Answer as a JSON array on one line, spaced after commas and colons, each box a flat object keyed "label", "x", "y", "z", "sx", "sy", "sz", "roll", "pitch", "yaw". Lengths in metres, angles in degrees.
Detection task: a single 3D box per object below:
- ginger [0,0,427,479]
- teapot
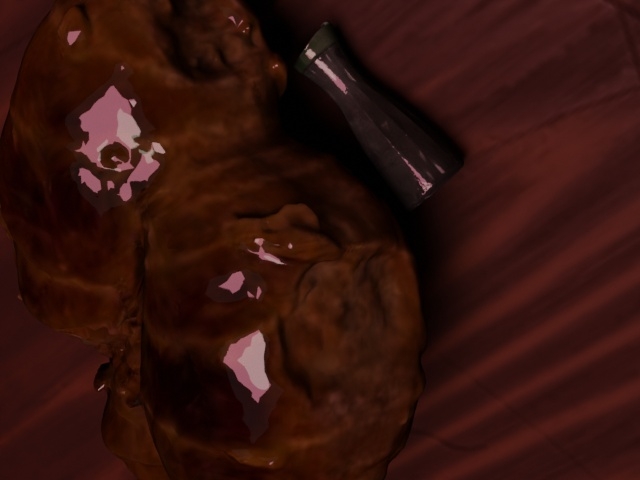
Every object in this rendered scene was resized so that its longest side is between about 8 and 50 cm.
[{"label": "ginger", "x": -0.077, "y": 0.034, "z": 0.728, "sx": 0.274, "sy": 0.152, "sz": 0.357, "roll": -38, "pitch": 84, "yaw": 39}, {"label": "teapot", "x": 0.029, "y": -0.070, "z": 0.711, "sx": 0.110, "sy": 0.043, "sz": 0.043, "roll": 50, "pitch": 124, "yaw": 1}]
